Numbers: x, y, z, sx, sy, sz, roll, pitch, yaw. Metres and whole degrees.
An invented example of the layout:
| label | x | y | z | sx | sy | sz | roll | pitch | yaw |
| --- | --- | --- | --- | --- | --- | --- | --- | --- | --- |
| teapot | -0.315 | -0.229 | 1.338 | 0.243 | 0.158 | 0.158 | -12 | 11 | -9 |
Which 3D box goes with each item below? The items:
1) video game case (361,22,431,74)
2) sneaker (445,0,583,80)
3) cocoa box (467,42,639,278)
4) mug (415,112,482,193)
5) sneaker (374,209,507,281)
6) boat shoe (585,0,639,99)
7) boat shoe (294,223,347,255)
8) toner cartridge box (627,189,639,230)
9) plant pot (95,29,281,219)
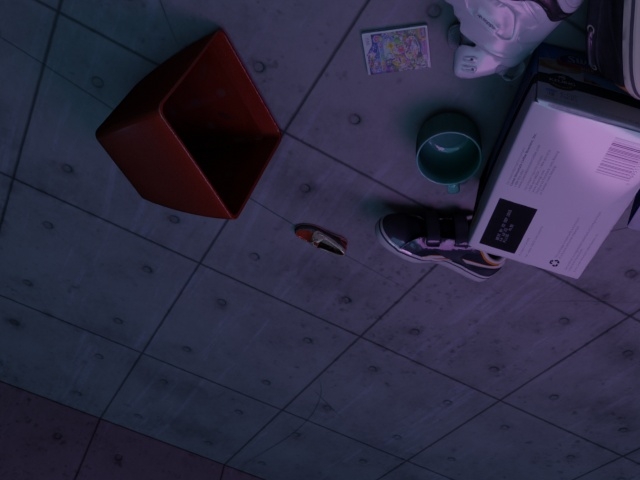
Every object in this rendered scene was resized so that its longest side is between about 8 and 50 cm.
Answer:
| label | x | y | z | sx | sy | sz | roll | pitch | yaw |
| --- | --- | --- | --- | --- | --- | --- | --- | --- | --- |
| video game case | 0.144 | -0.361 | 1.227 | 0.122 | 0.011 | 0.087 | -3 | 133 | 13 |
| sneaker | 0.233 | -0.401 | 1.083 | 0.366 | 0.137 | 0.210 | 18 | 131 | -12 |
| cocoa box | 0.447 | -0.145 | 1.215 | 0.232 | 0.228 | 0.347 | 18 | 134 | 6 |
| mug | 0.254 | -0.183 | 1.317 | 0.130 | 0.097 | 0.157 | 18 | 134 | -8 |
| sneaker | 0.285 | -0.010 | 1.462 | 0.321 | 0.126 | 0.127 | 17 | 139 | -21 |
| boat shoe | 0.475 | -0.461 | 0.957 | 0.187 | 0.156 | 0.499 | -18 | 118 | -16 |
| boat shoe | 0.000 | 0.000 | 1.575 | 0.137 | 0.043 | 0.049 | 20 | 135 | -8 |
| toner cartridge box | 0.632 | -0.145 | 1.138 | 0.075 | 0.165 | 0.348 | 18 | 165 | 19 |
| plant pot | -0.273 | -0.212 | 1.289 | 0.236 | 0.267 | 0.267 | -5 | 133 | 31 |
